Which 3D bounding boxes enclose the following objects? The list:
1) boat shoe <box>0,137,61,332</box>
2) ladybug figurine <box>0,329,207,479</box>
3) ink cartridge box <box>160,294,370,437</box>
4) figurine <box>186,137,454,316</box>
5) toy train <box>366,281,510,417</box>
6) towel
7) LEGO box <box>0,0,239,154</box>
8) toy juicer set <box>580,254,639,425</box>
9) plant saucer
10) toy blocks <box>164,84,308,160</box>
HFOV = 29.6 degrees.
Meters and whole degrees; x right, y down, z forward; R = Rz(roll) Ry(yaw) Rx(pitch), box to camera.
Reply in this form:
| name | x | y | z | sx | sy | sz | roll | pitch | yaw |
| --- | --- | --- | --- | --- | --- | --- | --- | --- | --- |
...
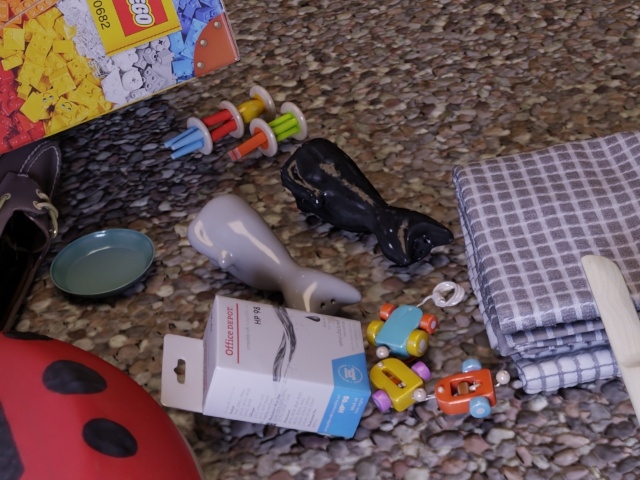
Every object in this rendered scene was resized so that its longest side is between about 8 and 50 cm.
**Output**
| name | x | y | z | sx | sy | sz | roll | pitch | yaw |
| --- | --- | --- | --- | --- | --- | --- | --- | --- | --- |
| boat shoe | -0.349 | -0.005 | 1.356 | 0.097 | 0.116 | 0.324 | 2 | 42 | 15 |
| ladybug figurine | -0.248 | 0.217 | 0.990 | 0.305 | 0.161 | 0.449 | -22 | 38 | -15 |
| ink cartridge box | -0.051 | 0.112 | 1.113 | 0.180 | 0.060 | 0.104 | 11 | 35 | -13 |
| figurine | 0.000 | 0.000 | 1.293 | 0.215 | 0.092 | 0.209 | -33 | 46 | -27 |
| toy train | 0.107 | 0.116 | 1.132 | 0.125 | 0.046 | 0.166 | -17 | 39 | 5 |
| towel | 0.263 | 0.005 | 1.188 | 0.235 | 0.121 | 0.283 | -10 | 36 | 1 |
| LEGO box | -0.376 | -0.255 | 1.504 | 0.373 | 0.193 | 0.500 | -24 | 19 | -19 |
| toy juicer set | 0.369 | 0.136 | 1.001 | 0.329 | 0.089 | 0.209 | 9 | 57 | 4 |
| plant saucer | -0.242 | 0.030 | 1.359 | 0.119 | 0.021 | 0.119 | -6 | 37 | 5 |
| toy blocks | -0.108 | -0.131 | 1.516 | 0.148 | 0.054 | 0.123 | -30 | 40 | -25 |
